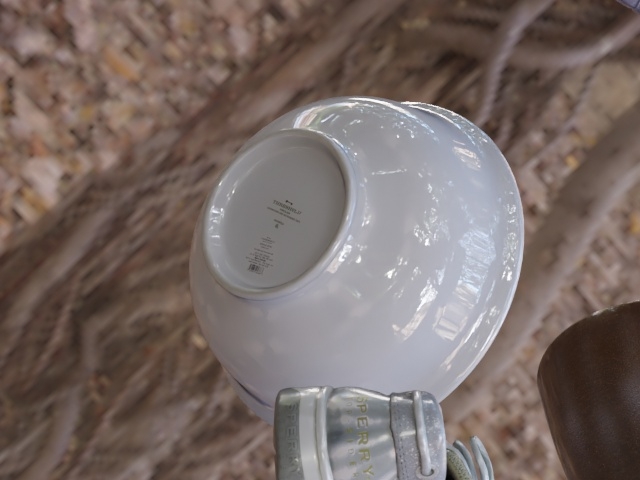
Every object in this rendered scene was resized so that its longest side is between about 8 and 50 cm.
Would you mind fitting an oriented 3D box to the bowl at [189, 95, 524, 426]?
[{"bbox_3d":[0.000,0.000,1.443,0.134,0.298,0.298,34,23,-49],"label":"bowl"}]

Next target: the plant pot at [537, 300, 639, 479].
[{"bbox_3d":[0.321,0.211,1.717,0.215,0.215,0.230,37,34,-31],"label":"plant pot"}]

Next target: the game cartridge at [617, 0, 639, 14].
[{"bbox_3d":[0.345,-0.332,1.440,0.230,0.355,0.068,32,10,-1],"label":"game cartridge"}]

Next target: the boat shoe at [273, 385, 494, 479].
[{"bbox_3d":[0.059,0.160,1.129,0.320,0.103,0.118,54,30,-62],"label":"boat shoe"}]
